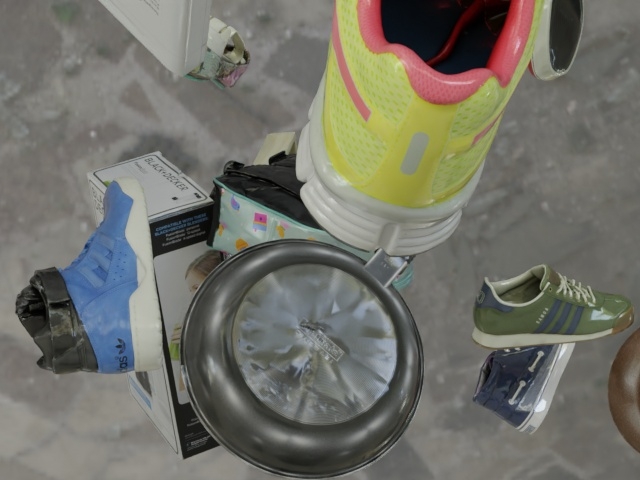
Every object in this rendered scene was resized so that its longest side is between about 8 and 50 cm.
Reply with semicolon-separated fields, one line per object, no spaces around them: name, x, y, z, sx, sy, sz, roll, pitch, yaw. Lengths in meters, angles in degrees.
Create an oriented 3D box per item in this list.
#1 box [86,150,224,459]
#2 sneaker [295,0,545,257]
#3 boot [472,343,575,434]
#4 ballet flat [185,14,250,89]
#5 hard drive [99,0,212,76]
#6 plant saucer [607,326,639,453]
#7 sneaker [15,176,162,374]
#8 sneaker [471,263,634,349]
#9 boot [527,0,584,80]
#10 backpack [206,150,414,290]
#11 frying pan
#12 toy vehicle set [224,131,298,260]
box;-0.164;0.068;1.377;0.087;0.169;0.290;-18;120;-22
sneaker;0.046;-0.102;0.426;0.081;0.208;0.094;10;152;-6
boot;0.257;0.143;1.579;0.086;0.190;0.069;31;143;-4
ballet flat;-0.138;-0.239;1.596;0.079;0.077;0.221;-49;171;9
hard drive;-0.183;-0.330;1.165;0.047;0.233;0.353;-39;166;-23
plant saucer;0.468;0.192;1.626;0.198;0.036;0.198;0;90;-7
sneaker;-0.145;0.019;0.779;0.084;0.152;0.058;-4;139;-10
sneaker;0.265;0.067;1.437;0.192;0.064;0.086;-8;117;-7
boot;0.237;-0.318;1.617;0.176;0.244;0.088;-3;176;38
backpack;0.000;0.000;1.232;0.166;0.188;0.144;-14;113;-47
frying pan;0.045;0.062;1.006;0.326;0.197;0.053;-23;166;-22
toy vehicle set;-0.058;0.003;1.458;0.035;0.267;0.166;-2;117;11
